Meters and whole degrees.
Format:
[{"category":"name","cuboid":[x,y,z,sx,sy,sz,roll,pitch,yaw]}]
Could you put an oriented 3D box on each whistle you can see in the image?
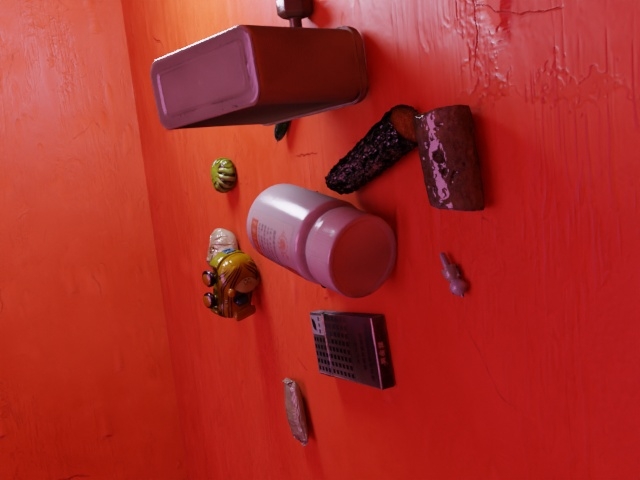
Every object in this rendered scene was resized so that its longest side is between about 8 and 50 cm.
[{"category":"whistle","cuboid":[0.259,0.068,1.194,0.100,0.035,0.035,68,150,24]}]

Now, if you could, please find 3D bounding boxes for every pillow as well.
[{"category":"pillow","cuboid":[-0.080,0.549,1.960,0.119,0.053,0.208,-16,85,66]}]

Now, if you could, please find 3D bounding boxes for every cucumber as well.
[{"category":"cucumber","cuboid":[0.098,-0.179,1.348,0.359,0.096,0.096,-34,69,59]},{"category":"cucumber","cuboid":[-0.105,-0.342,1.730,0.039,0.039,0.167,62,144,30]}]

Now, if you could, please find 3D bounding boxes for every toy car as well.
[{"category":"toy car","cuboid":[-0.292,0.157,2.103,0.143,0.200,0.247,18,119,35]}]

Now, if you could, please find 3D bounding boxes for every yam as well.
[{"category":"yam","cuboid":[0.234,-0.142,1.099,0.107,0.107,0.193,-7,94,62]}]

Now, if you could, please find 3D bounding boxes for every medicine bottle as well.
[{"category":"medicine bottle","cuboid":[-0.007,-0.008,1.466,0.372,0.211,0.210,24,120,52]}]

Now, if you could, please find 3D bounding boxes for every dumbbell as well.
[{"category":"dumbbell","cuboid":[-0.059,-0.502,1.543,0.082,0.092,0.230,3,102,33]}]

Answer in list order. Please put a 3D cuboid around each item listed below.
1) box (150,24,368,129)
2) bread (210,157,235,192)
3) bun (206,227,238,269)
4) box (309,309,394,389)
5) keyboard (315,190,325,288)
[{"category":"box","cuboid":[-0.134,-0.355,1.354,0.352,0.344,0.177,-3,100,41]},{"category":"bread","cuboid":[-0.354,-0.235,2.194,0.139,0.071,0.129,6,100,61]},{"category":"bun","cuboid":[-0.373,0.044,2.276,0.188,0.111,0.164,119,137,-54]},{"category":"box","cuboid":[0.074,0.277,1.594,0.325,0.047,0.180,-8,91,61]},{"category":"keyboard","cuboid":[0.001,0.000,1.669,0.106,0.016,0.262,-20,80,61]}]
